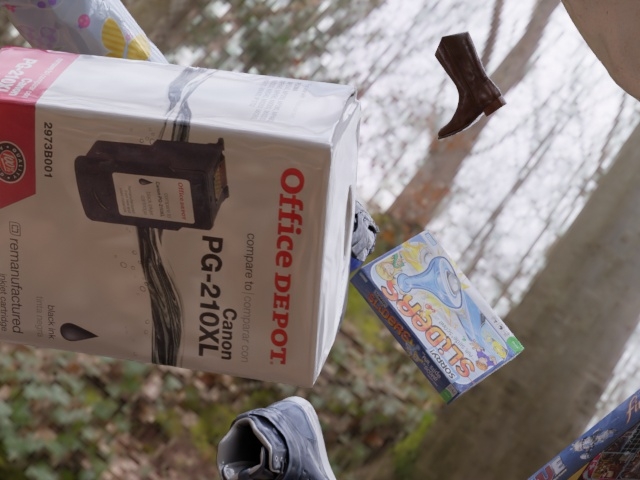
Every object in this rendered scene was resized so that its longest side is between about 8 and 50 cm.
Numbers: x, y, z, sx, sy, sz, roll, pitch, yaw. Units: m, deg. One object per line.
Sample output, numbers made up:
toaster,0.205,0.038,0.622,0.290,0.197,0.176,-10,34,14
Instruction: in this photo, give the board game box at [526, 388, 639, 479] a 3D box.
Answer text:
board game box,0.349,0.262,1.665,0.243,0.042,0.165,-42,-61,18

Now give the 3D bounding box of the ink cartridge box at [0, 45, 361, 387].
ink cartridge box,-0.102,-0.017,0.960,0.237,0.100,0.172,8,-63,7

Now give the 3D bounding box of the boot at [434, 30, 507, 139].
boot,0.166,-0.196,1.901,0.106,0.037,0.114,-31,-89,24

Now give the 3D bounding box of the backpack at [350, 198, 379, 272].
backpack,0.000,0.000,1.549,0.101,0.120,0.098,-42,-79,18

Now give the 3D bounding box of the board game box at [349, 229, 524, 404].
board game box,0.148,0.095,1.919,0.201,0.136,0.035,51,-40,11

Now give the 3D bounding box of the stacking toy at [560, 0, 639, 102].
stacking toy,0.442,-0.325,1.238,0.350,0.480,0.350,48,-20,24

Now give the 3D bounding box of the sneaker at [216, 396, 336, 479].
sneaker,-0.036,0.294,1.719,0.086,0.163,0.226,-28,-101,22

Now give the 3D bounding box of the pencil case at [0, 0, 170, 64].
pencil case,-0.251,-0.212,1.709,0.124,0.113,0.273,3,-41,51
